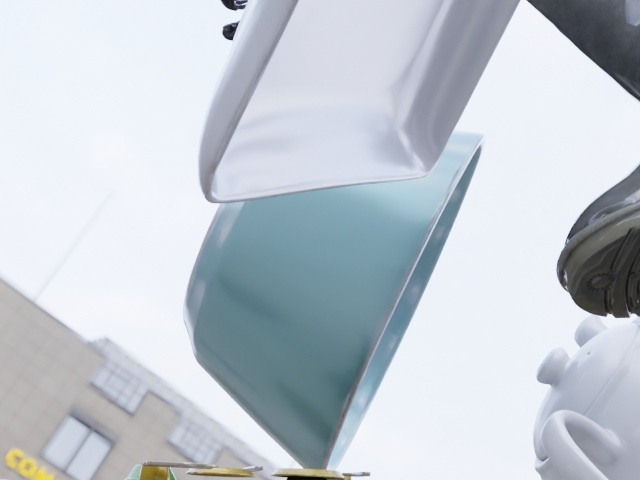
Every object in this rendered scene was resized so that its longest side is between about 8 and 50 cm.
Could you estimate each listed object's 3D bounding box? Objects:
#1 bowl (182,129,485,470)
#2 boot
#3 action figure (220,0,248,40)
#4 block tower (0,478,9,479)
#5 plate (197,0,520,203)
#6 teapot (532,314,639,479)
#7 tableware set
[{"bbox_3d":[-0.001,0.024,1.079,0.163,0.311,0.311,25,-38,9],"label":"bowl"},{"bbox_3d":[0.143,-0.077,0.595,0.208,0.190,0.076,58,-20,34],"label":"boot"},{"bbox_3d":[-0.041,-0.369,1.585,0.164,0.141,0.275,55,-43,22],"label":"action figure"},{"bbox_3d":[-0.218,0.171,0.662,0.335,0.091,0.097,22,-73,-38],"label":"block tower"},{"bbox_3d":[0.050,-0.154,0.650,0.045,0.278,0.277,33,-72,19],"label":"plate"},{"bbox_3d":[0.252,0.150,1.034,0.187,0.252,0.256,35,-26,5],"label":"teapot"},{"bbox_3d":[-0.049,0.161,0.867,0.154,0.024,0.104,5,-12,-14],"label":"tableware set"}]
